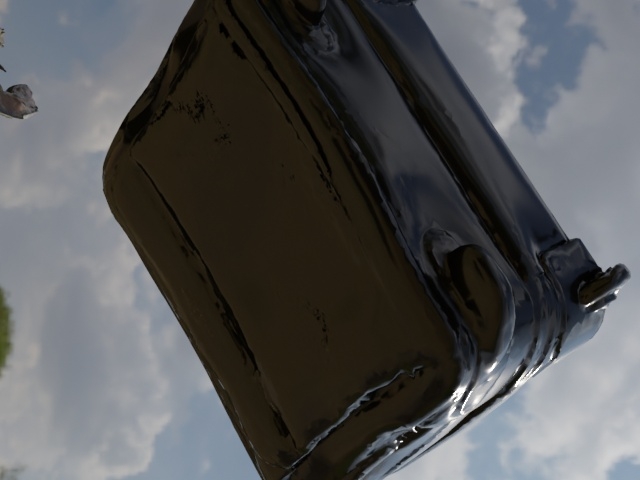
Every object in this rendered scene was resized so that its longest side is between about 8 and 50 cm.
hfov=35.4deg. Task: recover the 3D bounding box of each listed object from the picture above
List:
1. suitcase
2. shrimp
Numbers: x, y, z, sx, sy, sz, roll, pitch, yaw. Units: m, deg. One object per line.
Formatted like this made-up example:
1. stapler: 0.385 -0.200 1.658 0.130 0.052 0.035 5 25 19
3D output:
1. suitcase: 0.000 0.000 0.752 0.345 0.188 0.339 58 -42 14
2. shrimp: -0.309 -0.160 0.897 0.052 0.143 0.251 -45 -170 13
